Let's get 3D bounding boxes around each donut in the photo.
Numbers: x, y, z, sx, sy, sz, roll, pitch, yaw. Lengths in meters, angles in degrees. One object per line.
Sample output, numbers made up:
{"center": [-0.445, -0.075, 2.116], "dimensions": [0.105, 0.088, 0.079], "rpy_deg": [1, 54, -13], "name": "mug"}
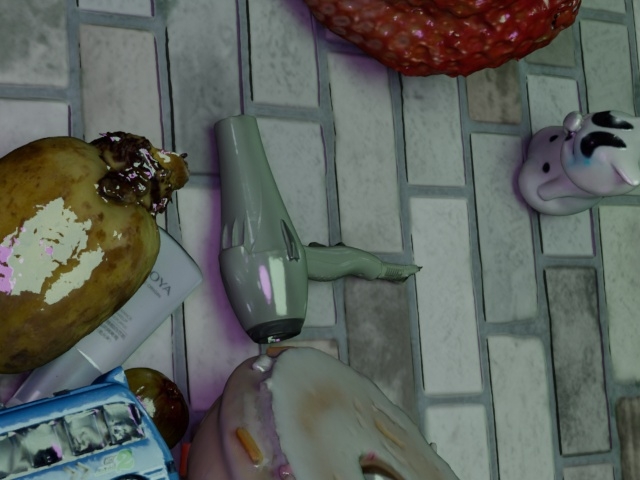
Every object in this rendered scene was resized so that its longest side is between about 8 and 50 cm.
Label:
{"center": [0.022, 0.273, 1.420], "dimensions": [0.382, 0.142, 0.383], "rpy_deg": [44, 20, -21], "name": "donut"}

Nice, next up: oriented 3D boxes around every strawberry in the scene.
{"center": [0.113, -0.331, 1.624], "dimensions": [0.351, 0.267, 0.312], "rpy_deg": [0, 87, -12], "name": "strawberry"}

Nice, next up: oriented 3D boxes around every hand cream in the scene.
{"center": [-0.203, 0.089, 1.427], "dimensions": [0.079, 0.048, 0.255], "rpy_deg": [46, 58, -13], "name": "hand cream"}

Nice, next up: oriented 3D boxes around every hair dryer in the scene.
{"center": [-0.021, -0.030, 1.584], "dimensions": [0.267, 0.092, 0.229], "rpy_deg": [-23, 90, -51], "name": "hair dryer"}

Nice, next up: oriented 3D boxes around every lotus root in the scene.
{"center": [-0.254, 0.015, 1.347], "dimensions": [0.314, 0.141, 0.169], "rpy_deg": [-43, 105, -24], "name": "lotus root"}

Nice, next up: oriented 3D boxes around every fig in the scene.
{"center": [-0.172, 0.166, 1.428], "dimensions": [0.082, 0.098, 0.084], "rpy_deg": [59, 20, 12], "name": "fig"}

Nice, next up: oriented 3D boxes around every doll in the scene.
{"center": [0.306, -0.091, 1.764], "dimensions": [0.107, 0.180, 0.110], "rpy_deg": [31, 65, -14], "name": "doll"}

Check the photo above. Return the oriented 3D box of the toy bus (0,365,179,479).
{"center": [-0.249, 0.199, 1.260], "dimensions": [0.246, 0.113, 0.134], "rpy_deg": [-15, 83, -26], "name": "toy bus"}
